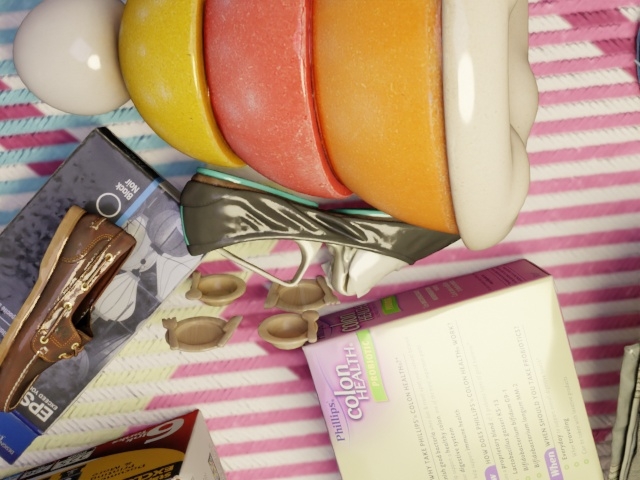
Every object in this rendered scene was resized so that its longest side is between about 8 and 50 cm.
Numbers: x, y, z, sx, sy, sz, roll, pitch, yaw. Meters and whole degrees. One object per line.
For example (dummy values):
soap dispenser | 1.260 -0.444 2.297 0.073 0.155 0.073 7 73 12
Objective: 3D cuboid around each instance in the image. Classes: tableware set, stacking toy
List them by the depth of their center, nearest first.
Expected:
stacking toy | -0.056 -0.167 0.920 0.479 0.350 0.351 0 97 14
tableware set | -0.066 0.066 1.003 0.168 0.141 0.020 0 116 3

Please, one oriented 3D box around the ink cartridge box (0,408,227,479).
ink cartridge box | -0.243 0.296 0.956 0.309 0.272 0.130 -19 97 0

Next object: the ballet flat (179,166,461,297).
ballet flat | 0.000 0.000 1.002 0.280 0.095 0.096 10 91 -13

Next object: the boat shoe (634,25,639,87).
boat shoe | 0.383 -0.110 1.014 0.109 0.089 0.258 -22 97 1

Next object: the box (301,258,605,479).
box | 0.125 0.158 1.027 0.242 0.117 0.214 -17 98 0

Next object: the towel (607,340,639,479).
towel | 0.405 0.131 0.972 0.324 0.056 0.312 -14 127 -19

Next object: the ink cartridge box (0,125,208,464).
ink cartridge box | -0.264 0.063 1.033 0.165 0.065 0.333 41 95 -7

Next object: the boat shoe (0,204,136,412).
boat shoe | -0.242 0.073 0.966 0.073 0.073 0.207 28 95 -3
